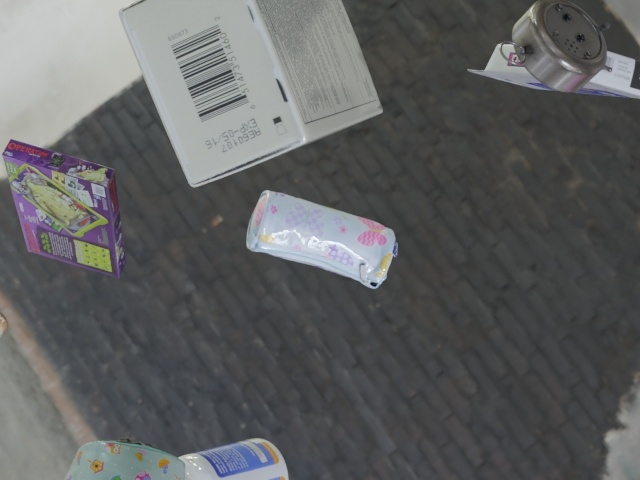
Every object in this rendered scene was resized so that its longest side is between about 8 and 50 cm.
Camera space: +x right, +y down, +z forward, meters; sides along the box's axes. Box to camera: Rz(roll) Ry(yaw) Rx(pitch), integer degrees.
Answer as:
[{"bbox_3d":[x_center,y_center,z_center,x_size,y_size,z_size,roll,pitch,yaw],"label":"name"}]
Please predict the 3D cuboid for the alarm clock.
[{"bbox_3d":[0.316,-0.267,1.435,0.129,0.192,0.064,62,-34,15],"label":"alarm clock"}]

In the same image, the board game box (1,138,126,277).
[{"bbox_3d":[-0.494,-0.054,2.062,0.347,0.208,0.056,102,2,-59],"label":"board game box"}]

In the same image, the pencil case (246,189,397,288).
[{"bbox_3d":[0.000,0.000,1.935,0.273,0.124,0.113,19,-23,-14],"label":"pencil case"}]

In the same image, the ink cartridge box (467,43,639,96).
[{"bbox_3d":[0.451,-0.316,1.967,0.175,0.069,0.371,9,4,-28],"label":"ink cartridge box"}]

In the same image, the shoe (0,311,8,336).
[{"bbox_3d":[-0.441,0.118,1.202,0.076,0.219,0.058,43,49,-30],"label":"shoe"}]

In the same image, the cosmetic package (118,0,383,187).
[{"bbox_3d":[-0.047,-0.158,0.965,0.160,0.113,0.309,68,17,-4],"label":"cosmetic package"}]

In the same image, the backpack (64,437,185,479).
[{"bbox_3d":[-0.267,0.348,1.422,0.188,0.165,0.144,120,-18,-50],"label":"backpack"}]

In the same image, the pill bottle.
[{"bbox_3d":[-0.205,0.477,2.025,0.272,0.152,0.152,-3,49,-46],"label":"pill bottle"}]
